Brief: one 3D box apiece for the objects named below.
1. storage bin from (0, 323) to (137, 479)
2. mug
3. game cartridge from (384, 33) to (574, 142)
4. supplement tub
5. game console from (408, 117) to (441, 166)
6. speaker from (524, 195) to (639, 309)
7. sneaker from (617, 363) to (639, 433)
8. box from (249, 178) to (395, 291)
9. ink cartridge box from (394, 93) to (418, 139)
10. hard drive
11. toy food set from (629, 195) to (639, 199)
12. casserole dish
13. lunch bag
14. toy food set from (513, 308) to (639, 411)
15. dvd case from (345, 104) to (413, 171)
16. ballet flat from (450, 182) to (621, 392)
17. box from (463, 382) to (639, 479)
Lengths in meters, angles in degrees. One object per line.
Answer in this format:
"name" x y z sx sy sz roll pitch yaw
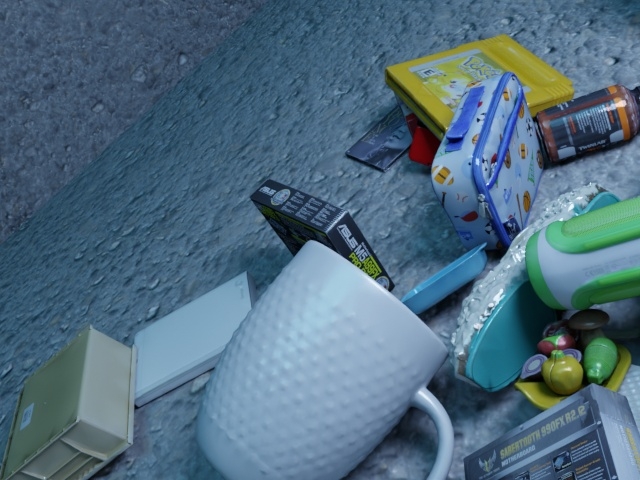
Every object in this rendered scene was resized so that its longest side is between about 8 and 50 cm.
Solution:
"storage bin" -0.516 0.357 1.181 0.260 0.123 0.262 -39 36 13
"mug" 0.018 0.238 0.843 0.374 0.276 0.328 37 82 21
"game cartridge" 0.345 -0.345 1.267 0.323 0.053 0.285 -21 47 -11
"supplement tub" 0.513 -0.223 1.070 0.197 0.106 0.106 -17 40 22
"game console" 0.282 -0.221 1.251 0.144 0.085 0.124 24 51 25
"speaker" 0.406 0.000 0.689 0.296 0.131 0.131 -24 34 44
"sneaker" 0.398 0.246 0.643 0.126 0.128 0.321 -33 12 -4
"box" 0.000 0.000 1.127 0.060 0.216 0.270 -46 37 -15
"ink cartridge box" 0.261 -0.317 1.363 0.134 0.078 0.231 -21 46 9
"hard drive" -0.273 0.209 1.254 0.307 0.040 0.203 -29 37 8
"toy food set" 0.454 -0.029 0.838 0.020 0.083 0.083 19 20 6
"casserole dish" 0.213 0.070 0.980 0.188 0.037 0.114 -37 -5 22
"lunch bag" 0.303 -0.139 1.025 0.114 0.243 0.303 -2 47 36
"toy food set" 0.331 0.139 0.758 0.128 0.071 0.217 -11 12 42
"dvd case" 0.186 -0.268 1.443 0.221 0.018 0.164 -43 38 -11
"ballet flat" 0.319 0.068 0.895 0.409 0.147 0.147 -43 37 -20
"box" 0.258 0.295 0.640 0.231 0.056 0.183 -53 20 40
